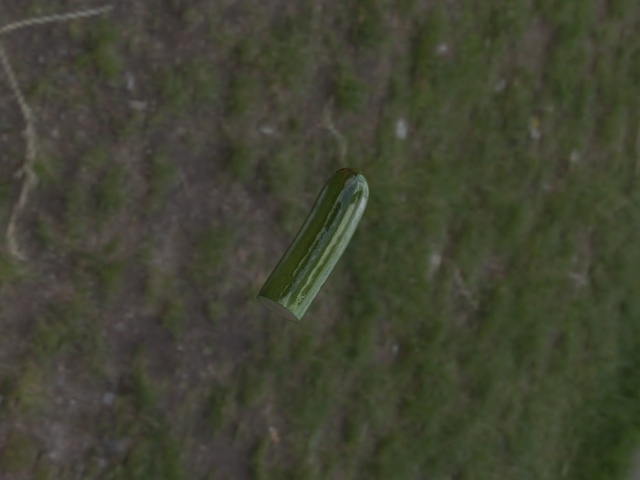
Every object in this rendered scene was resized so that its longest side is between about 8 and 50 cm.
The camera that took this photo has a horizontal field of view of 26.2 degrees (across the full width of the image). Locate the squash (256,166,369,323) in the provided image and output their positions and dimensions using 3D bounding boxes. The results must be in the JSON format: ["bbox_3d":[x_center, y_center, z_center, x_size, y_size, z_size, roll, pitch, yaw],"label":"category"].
[{"bbox_3d":[0.000,0.000,0.690,0.083,0.027,0.027,-58,148,-14],"label":"squash"}]
